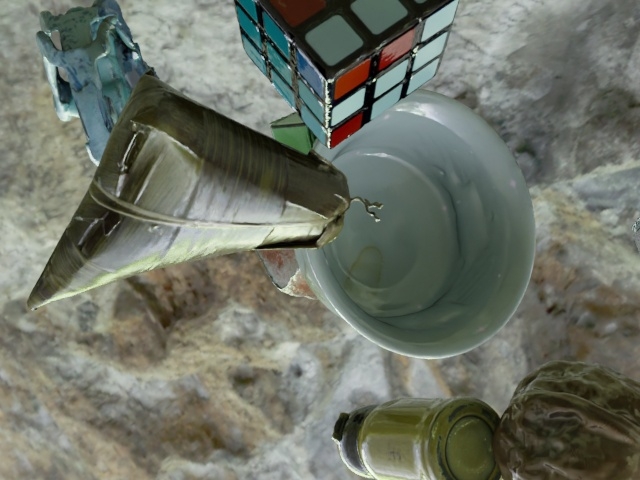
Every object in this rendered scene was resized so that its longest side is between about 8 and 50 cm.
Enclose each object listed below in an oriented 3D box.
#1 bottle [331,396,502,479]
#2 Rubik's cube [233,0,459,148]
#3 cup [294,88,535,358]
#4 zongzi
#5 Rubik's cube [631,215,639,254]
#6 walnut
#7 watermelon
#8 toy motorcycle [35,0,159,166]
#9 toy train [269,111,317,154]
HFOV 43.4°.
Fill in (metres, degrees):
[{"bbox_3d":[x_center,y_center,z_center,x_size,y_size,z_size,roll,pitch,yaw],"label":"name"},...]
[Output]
[{"bbox_3d":[0.160,0.366,1.454,0.351,0.171,0.171,-16,-80,58],"label":"bottle"},{"bbox_3d":[0.022,-0.218,0.795,0.160,0.163,0.162,51,-12,14],"label":"Rubik's cube"},{"bbox_3d":[0.100,-0.014,1.078,0.347,0.347,0.163,63,-27,-4],"label":"cup"},{"bbox_3d":[-0.109,-0.002,0.745,0.241,0.248,0.111,-54,-145,23],"label":"zongzi"},{"bbox_3d":[0.576,0.034,0.953,0.368,0.358,0.387,47,-11,18],"label":"Rubik's cube"},{"bbox_3d":[0.410,0.322,1.257,0.273,0.273,0.227,11,-66,32],"label":"walnut"},{"bbox_3d":[0.000,0.000,1.385,0.262,0.213,0.201,3,-99,42],"label":"watermelon"},{"bbox_3d":[-0.297,-0.196,1.109,0.154,0.206,0.260,-15,-73,-2],"label":"toy motorcycle"},{"bbox_3d":[0.041,-0.196,1.452,0.188,0.243,0.132,4,-64,40],"label":"toy train"}]
